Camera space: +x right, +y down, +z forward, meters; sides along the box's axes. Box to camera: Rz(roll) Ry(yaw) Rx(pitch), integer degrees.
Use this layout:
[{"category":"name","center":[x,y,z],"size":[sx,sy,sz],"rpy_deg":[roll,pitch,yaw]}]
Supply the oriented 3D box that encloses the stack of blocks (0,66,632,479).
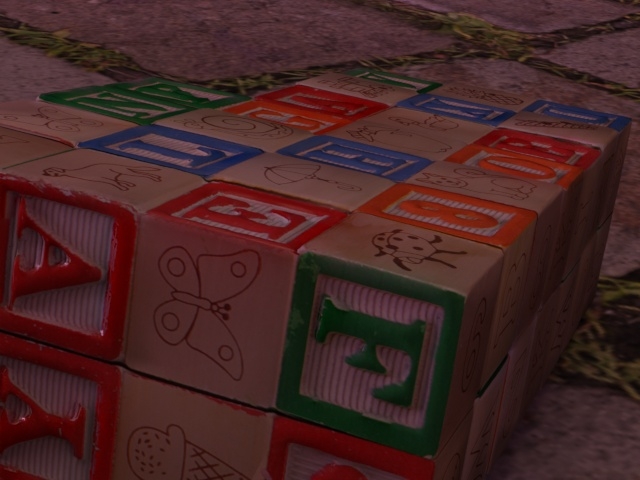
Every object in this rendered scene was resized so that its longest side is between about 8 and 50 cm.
[{"category":"stack of blocks","center":[0.000,0.000,0.468],"size":[0.171,0.087,0.297],"rpy_deg":[14,17,18]}]
